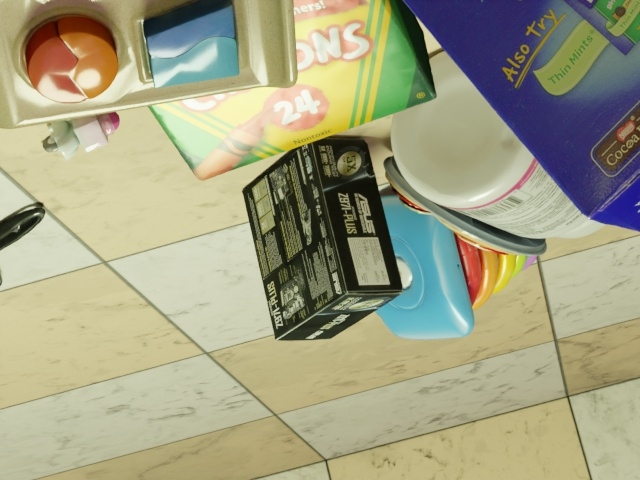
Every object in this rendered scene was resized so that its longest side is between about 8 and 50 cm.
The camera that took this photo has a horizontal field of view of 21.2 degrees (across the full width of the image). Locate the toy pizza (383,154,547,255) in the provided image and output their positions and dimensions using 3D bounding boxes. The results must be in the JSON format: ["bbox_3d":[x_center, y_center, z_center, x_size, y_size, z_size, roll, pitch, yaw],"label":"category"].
[{"bbox_3d":[0.154,-0.032,1.859,0.201,0.201,0.032,8,117,-48],"label":"toy pizza"}]

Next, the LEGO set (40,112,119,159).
[{"bbox_3d":[-0.211,-0.202,1.220,0.107,0.132,0.287,-28,134,-7],"label":"LEGO set"}]

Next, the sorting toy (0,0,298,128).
[{"bbox_3d":[-0.135,-0.199,1.099,0.229,0.041,0.307,-7,135,-3],"label":"sorting toy"}]

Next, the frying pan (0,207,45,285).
[{"bbox_3d":[-0.400,0.050,1.921,0.326,0.053,0.197,-17,163,19],"label":"frying pan"}]

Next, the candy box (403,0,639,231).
[{"bbox_3d":[0.183,-0.205,1.028,0.268,0.317,0.122,-45,152,18],"label":"candy box"}]

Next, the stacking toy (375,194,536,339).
[{"bbox_3d":[0.203,-0.005,2.061,0.302,0.175,0.165,-21,-170,-35],"label":"stacking toy"}]

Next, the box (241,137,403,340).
[{"bbox_3d":[0.000,0.000,1.833,0.077,0.180,0.147,0,157,-35],"label":"box"}]

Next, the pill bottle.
[{"bbox_3d":[0.204,-0.090,1.748,0.160,0.160,0.283,-23,160,25],"label":"pill bottle"}]

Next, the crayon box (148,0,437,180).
[{"bbox_3d":[-0.064,-0.192,1.219,0.202,0.081,0.318,-19,138,13],"label":"crayon box"}]
